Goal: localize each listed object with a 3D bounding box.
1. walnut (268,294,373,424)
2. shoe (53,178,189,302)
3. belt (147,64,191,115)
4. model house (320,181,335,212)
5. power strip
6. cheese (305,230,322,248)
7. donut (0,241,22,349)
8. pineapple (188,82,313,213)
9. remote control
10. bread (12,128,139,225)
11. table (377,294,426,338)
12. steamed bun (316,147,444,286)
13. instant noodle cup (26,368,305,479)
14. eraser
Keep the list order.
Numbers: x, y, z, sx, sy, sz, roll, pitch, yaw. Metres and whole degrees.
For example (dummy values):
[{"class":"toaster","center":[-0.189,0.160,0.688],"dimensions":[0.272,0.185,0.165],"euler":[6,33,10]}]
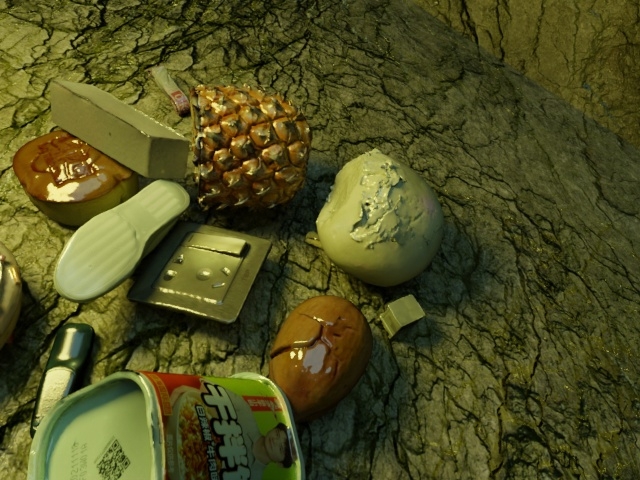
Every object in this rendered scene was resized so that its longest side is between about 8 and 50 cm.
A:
[{"class":"walnut","center":[-0.004,0.239,0.834],"dimensions":[0.203,0.203,0.298],"euler":[25,45,4]},{"class":"shoe","center":[-0.440,0.009,0.901],"dimensions":[0.132,0.160,0.363],"euler":[42,43,-13]},{"class":"belt","center":[-0.492,-0.496,1.327],"dimensions":[0.053,0.071,0.232],"euler":[-30,66,-23]},{"class":"model house","center":[0.076,-0.127,1.190],"dimensions":[0.117,0.088,0.167],"euler":[21,52,0]},{"class":"power strip","center":[-0.267,0.076,0.950],"dimensions":[0.257,0.092,0.251],"euler":[11,53,10]},{"class":"cheese","center":[0.000,0.000,1.116],"dimensions":[0.083,0.030,0.044],"euler":[23,31,9]},{"class":"donut","center":[-0.758,0.136,0.748],"dimensions":[0.382,0.142,0.383],"euler":[6,53,-9]},{"class":"pineapple","center":[-0.190,-0.236,1.056],"dimensions":[0.300,0.352,0.352],"euler":[1,54,-23]},{"class":"remote control","center":[-0.495,0.263,0.785],"dimensions":[0.072,0.042,0.222],"euler":[6,54,-13]},{"class":"bread","center":[-0.592,-0.164,1.007],"dimensions":[0.270,0.148,0.270],"euler":[6,50,-8]},{"class":"table","center":[0.194,0.186,0.993],"dimensions":[0.079,0.083,0.062],"euler":[-17,61,-26]},{"class":"steamed bun","center":[0.176,-0.056,1.025],"dimensions":[0.312,0.233,0.334],"euler":[26,67,-24]},{"class":"instant noodle cup","center":[-0.209,0.322,0.591],"dimensions":[0.294,0.308,0.294],"euler":[-10,62,20]},{"class":"eraser","center":[-0.471,-0.258,0.955],"dimensions":[0.352,0.111,0.077],"euler":[30,36,11]}]
